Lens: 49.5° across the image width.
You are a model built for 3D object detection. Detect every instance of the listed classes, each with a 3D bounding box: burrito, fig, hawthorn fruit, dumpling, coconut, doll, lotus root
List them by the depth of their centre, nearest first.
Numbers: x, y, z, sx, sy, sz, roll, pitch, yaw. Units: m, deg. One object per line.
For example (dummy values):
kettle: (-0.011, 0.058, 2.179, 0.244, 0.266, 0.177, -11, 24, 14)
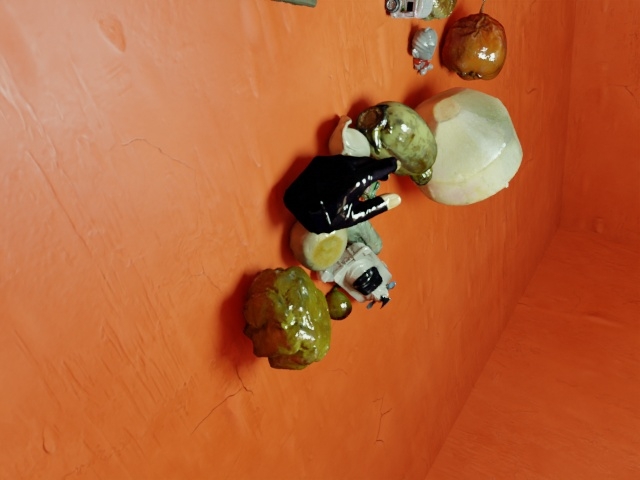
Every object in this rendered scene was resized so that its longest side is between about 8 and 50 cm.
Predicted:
dumpling: (0.070, -0.246, 1.709, 0.169, 0.099, 0.134, 29, 50, -52)
burrito: (0.017, 0.015, 1.781, 0.064, 0.064, 0.203, -25, 126, -53)
lotus root: (0.208, -0.254, 1.829, 0.309, 0.173, 0.173, 37, 72, -46)
burrito: (0.100, -0.030, 1.891, 0.309, 0.066, 0.096, 46, 60, -57)
fig: (0.045, 0.170, 1.901, 0.084, 0.082, 0.098, -2, 67, -45)
doll: (0.295, -0.541, 1.969, 0.094, 0.079, 0.180, -38, 154, -12)
coconut: (0.401, -0.276, 2.017, 0.352, 0.352, 0.353, -34, 131, -49)
hawthorn fruit: (0.477, -0.620, 2.124, 0.207, 0.207, 0.243, 0, 99, -59)

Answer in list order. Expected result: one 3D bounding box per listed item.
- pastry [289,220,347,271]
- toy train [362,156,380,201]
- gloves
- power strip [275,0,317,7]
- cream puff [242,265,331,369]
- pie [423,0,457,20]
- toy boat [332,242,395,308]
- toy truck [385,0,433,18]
pastry: (0.000, 0.000, 1.674, 0.156, 0.092, 0.156, -24, 138, -24)
toy train: (0.150, -0.180, 1.928, 0.071, 0.038, 0.148, 43, 66, -58)
gloves: (0.069, -0.121, 1.604, 0.301, 0.197, 0.152, -25, 153, -36)
power strip: (-0.106, -0.561, 1.260, 0.257, 0.092, 0.251, -17, 109, -55)
cream puff: (-0.073, 0.177, 1.568, 0.244, 0.196, 0.244, 26, 45, -29)
pie: (0.334, -0.700, 1.949, 0.193, 0.079, 0.163, -45, 136, -41)
toy boat: (0.131, 0.110, 1.932, 0.269, 0.140, 0.141, 45, 65, -47)
toy truck: (0.243, -0.675, 1.763, 0.110, 0.116, 0.216, -24, 124, -53)
